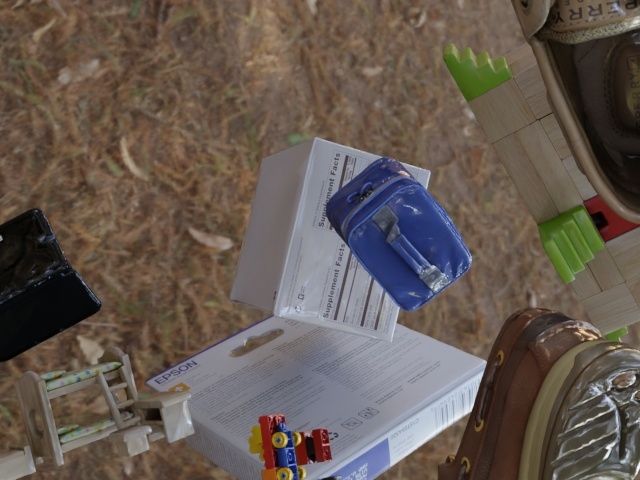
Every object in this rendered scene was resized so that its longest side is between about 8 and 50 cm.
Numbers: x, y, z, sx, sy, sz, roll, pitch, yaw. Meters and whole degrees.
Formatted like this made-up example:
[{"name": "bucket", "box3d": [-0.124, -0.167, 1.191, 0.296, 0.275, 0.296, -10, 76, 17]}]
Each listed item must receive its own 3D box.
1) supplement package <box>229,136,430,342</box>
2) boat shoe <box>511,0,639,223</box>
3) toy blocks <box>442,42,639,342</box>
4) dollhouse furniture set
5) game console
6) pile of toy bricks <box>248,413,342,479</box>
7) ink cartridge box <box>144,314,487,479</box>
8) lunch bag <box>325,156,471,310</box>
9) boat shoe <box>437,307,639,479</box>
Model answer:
[{"name": "supplement package", "box3d": [0.000, 0.000, 1.081, 0.145, 0.262, 0.204, 14, 86, -17]}, {"name": "boat shoe", "box3d": [0.160, -0.155, 0.472, 0.341, 0.121, 0.110, 57, 39, -36]}, {"name": "toy blocks", "box3d": [0.326, -0.092, 0.856, 0.381, 0.260, 0.191, 56, 20, -16]}, {"name": "dollhouse furniture set", "box3d": [-0.253, 0.177, 0.897, 0.181, 0.161, 0.101, -14, 91, -44]}, {"name": "game console", "box3d": [-0.300, 0.045, 0.867, 0.122, 0.071, 0.107, -29, 77, -3]}, {"name": "pile of toy bricks", "box3d": [-0.045, 0.273, 0.809, 0.118, 0.105, 0.212, 19, 59, -60]}, {"name": "ink cartridge box", "box3d": [-0.007, 0.197, 1.143, 0.324, 0.330, 0.072, -25, 118, -34]}, {"name": "lunch bag", "box3d": [0.053, -0.005, 0.593, 0.067, 0.065, 0.098, -41, 122, 3]}, {"name": "boat shoe", "box3d": [0.078, 0.110, 0.353, 0.064, 0.060, 0.178, 3, 111, -30]}]
